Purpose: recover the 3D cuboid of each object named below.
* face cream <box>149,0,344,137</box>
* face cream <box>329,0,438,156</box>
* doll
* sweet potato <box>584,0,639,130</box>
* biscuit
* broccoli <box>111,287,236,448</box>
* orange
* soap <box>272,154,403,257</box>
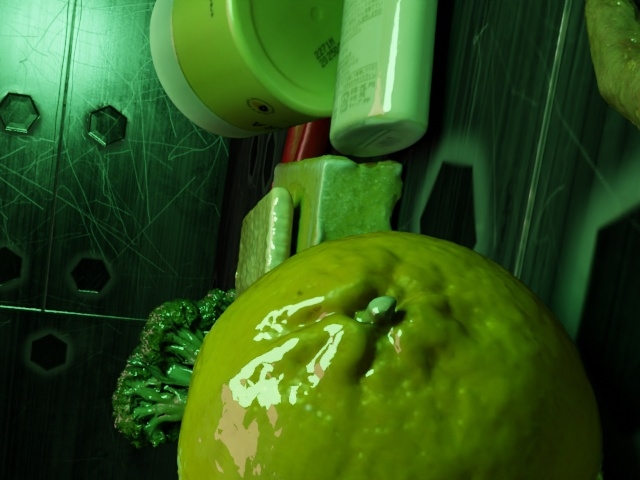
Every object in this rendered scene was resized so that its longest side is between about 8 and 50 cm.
[{"bbox_3d":[-0.057,-0.235,0.868,0.179,0.218,0.218,-2,81,52],"label":"face cream"},{"bbox_3d":[0.069,-0.265,0.750,0.173,0.081,0.348,160,117,-75],"label":"face cream"},{"bbox_3d":[-0.055,-0.026,1.155,0.188,0.099,0.384,-163,84,-77],"label":"doll"},{"bbox_3d":[0.157,-0.081,0.359,0.214,0.050,0.050,-92,15,-57],"label":"sweet potato"},{"bbox_3d":[-0.072,0.032,0.924,0.250,0.030,0.160,150,125,-74],"label":"biscuit"},{"bbox_3d":[-0.210,0.241,1.361,0.283,0.304,0.321,23,110,45],"label":"broccoli"},{"bbox_3d":[0.034,0.100,0.401,0.193,0.219,0.219,57,-147,-65],"label":"orange"},{"bbox_3d":[0.000,0.000,0.898,0.315,0.091,0.199,-155,74,-76],"label":"soap"}]
